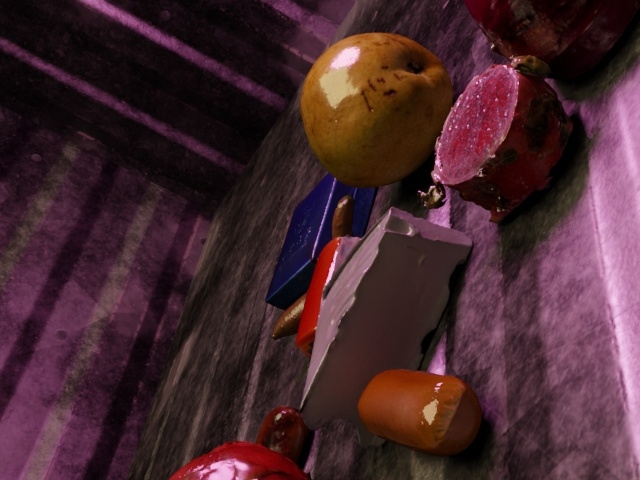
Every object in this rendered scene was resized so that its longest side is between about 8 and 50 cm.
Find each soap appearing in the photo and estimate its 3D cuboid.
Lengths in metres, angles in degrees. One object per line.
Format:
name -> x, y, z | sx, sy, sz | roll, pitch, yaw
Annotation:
soap -> 0.104, 0.128, 1.428 | 0.258, 0.159, 0.302 | -49, 21, 36

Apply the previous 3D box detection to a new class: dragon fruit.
dragon fruit -> 0.274, -0.141, 1.375 | 0.282, 0.147, 0.211 | -58, 24, 30
dragon fruit -> -0.132, 0.461, 1.383 | 0.295, 0.296, 0.301 | -47, 15, 47

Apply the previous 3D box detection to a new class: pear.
pear -> 0.121, -0.262, 1.830 | 0.304, 0.304, 0.304 | -56, 16, 25

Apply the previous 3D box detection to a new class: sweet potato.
sweet potato -> 0.019, 0.077, 1.893 | 0.346, 0.108, 0.079 | -64, 14, 12

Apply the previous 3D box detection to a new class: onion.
onion -> 0.339, -0.422, 1.406 | 0.282, 0.260, 0.336 | -42, 24, 42

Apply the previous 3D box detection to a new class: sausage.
sausage -> 0.128, 0.230, 1.257 | 0.105, 0.105, 0.274 | -66, 14, -12

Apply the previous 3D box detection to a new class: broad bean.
broad bean -> -0.077, 0.388, 1.722 | 0.165, 0.085, 0.114 | -70, 17, -2

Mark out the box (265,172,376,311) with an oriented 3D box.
box -> 0.000, 0.000, 2.107 | 0.261, 0.116, 0.278 | -42, 27, 53

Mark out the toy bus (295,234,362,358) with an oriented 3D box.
toy bus -> 0.039, 0.107, 1.745 | 0.121, 0.120, 0.265 | -43, 25, 50
